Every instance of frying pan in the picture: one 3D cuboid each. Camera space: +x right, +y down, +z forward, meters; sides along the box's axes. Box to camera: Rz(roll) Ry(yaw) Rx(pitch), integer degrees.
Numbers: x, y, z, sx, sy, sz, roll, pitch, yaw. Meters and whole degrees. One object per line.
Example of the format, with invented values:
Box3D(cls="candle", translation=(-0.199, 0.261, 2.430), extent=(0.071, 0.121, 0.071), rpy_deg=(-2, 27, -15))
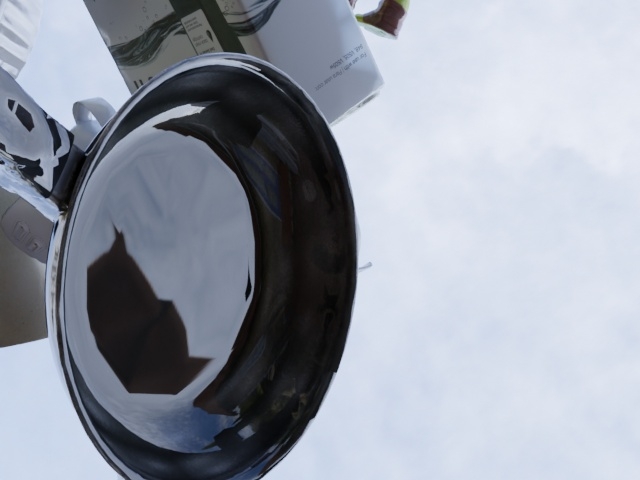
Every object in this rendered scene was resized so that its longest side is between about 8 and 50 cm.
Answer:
Box3D(cls="frying pan", translation=(-0.089, 0.013, 0.538), extent=(0.053, 0.326, 0.197), rpy_deg=(5, -90, 38))

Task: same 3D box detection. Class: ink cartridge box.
Box3D(cls="ink cartridge box", translation=(-0.072, -0.159, 0.836), extent=(0.153, 0.087, 0.208), rpy_deg=(-5, -63, 49))

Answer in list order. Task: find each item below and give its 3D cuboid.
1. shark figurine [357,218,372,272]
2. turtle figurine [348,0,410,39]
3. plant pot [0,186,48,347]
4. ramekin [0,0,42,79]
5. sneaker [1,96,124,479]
Box3D(cls="shark figurine", translation=(-0.011, 0.011, 1.358), extent=(0.278, 0.116, 0.166), rpy_deg=(28, -58, 59))
Box3D(cls="turtle figurine", translation=(0.093, -0.309, 1.303), extent=(0.087, 0.269, 0.217), rpy_deg=(27, -89, 30))
Box3D(cls="plant pot", translation=(-0.350, -0.049, 1.182), extent=(0.256, 0.256, 0.274), rpy_deg=(-1, -83, 28))
Box3D(cls="ramekin", translation=(-0.286, -0.167, 0.887), extent=(0.207, 0.109, 0.207), rpy_deg=(-2, -98, 12))
Box3D(cls="sneaker", translation=(-0.157, 0.053, 1.133), extent=(0.210, 0.137, 0.366), rpy_deg=(36, -48, 20))
